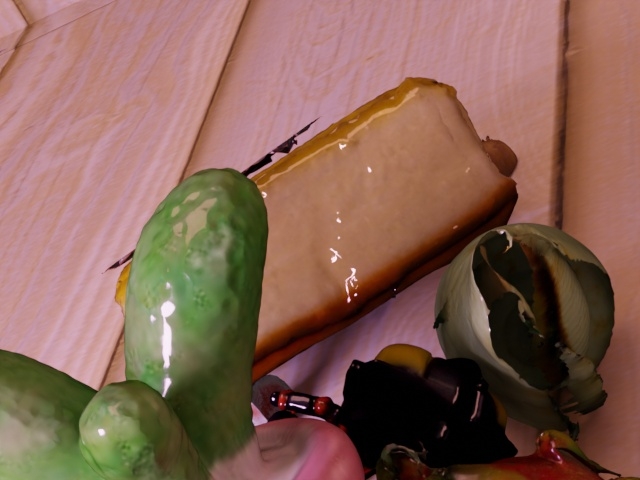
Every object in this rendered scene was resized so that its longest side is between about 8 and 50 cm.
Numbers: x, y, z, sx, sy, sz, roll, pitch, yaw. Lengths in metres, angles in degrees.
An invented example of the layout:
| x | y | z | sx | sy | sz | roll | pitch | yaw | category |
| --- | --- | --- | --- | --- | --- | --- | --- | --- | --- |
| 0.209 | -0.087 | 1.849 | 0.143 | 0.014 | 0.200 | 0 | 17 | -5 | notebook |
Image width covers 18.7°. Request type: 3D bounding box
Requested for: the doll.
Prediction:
| x | y | z | sx | sy | sz | roll | pitch | yaw | category |
| --- | --- | --- | --- | --- | --- | --- | --- | --- | --- |
| 0.049 | 0.127 | 1.383 | 0.127 | 0.088 | 0.249 | 3 | -16 | -25 | doll |

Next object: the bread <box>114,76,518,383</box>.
| x | y | z | sx | sy | sz | roll | pitch | yaw | category |
| --- | --- | --- | --- | --- | --- | --- | --- | --- | --- |
| 0.000 | 0.000 | 1.605 | 0.324 | 0.143 | 0.333 | -32 | 0 | 6 | bread |

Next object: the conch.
| x | y | z | sx | sy | sz | roll | pitch | yaw | category |
| --- | --- | --- | --- | --- | --- | --- | --- | --- | --- |
| 0.152 | 0.062 | 1.379 | 0.250 | 0.137 | 0.143 | -84 | 10 | -86 | conch |

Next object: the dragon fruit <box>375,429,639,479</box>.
| x | y | z | sx | sy | sz | roll | pitch | yaw | category |
| --- | --- | --- | --- | --- | --- | --- | --- | --- | --- |
| 0.119 | 0.186 | 1.269 | 0.142 | 0.175 | 0.138 | -64 | 16 | -1 | dragon fruit |

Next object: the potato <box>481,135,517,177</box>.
| x | y | z | sx | sy | sz | roll | pitch | yaw | category |
| --- | --- | --- | --- | --- | --- | --- | --- | --- | --- |
| 0.151 | -0.066 | 1.817 | 0.093 | 0.037 | 0.036 | -40 | 29 | -23 | potato |

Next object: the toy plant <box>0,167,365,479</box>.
| x | y | z | sx | sy | sz | roll | pitch | yaw | category |
| --- | --- | --- | --- | --- | --- | --- | --- | --- | --- |
| -0.104 | 0.174 | 1.215 | 0.317 | 0.356 | 0.210 | -30 | 20 | -4 | toy plant |

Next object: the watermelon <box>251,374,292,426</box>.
| x | y | z | sx | sy | sz | roll | pitch | yaw | category |
| --- | --- | --- | --- | --- | --- | --- | --- | --- | --- |
| -0.044 | 0.149 | 1.619 | 0.085 | 0.085 | 0.061 | -37 | 64 | -13 | watermelon |

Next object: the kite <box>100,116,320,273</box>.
| x | y | z | sx | sy | sz | roll | pitch | yaw | category |
| --- | --- | --- | --- | --- | --- | --- | --- | --- | --- |
| -0.081 | -0.038 | 1.601 | 0.241 | 0.014 | 0.183 | -33 | 3 | 19 | kite |
